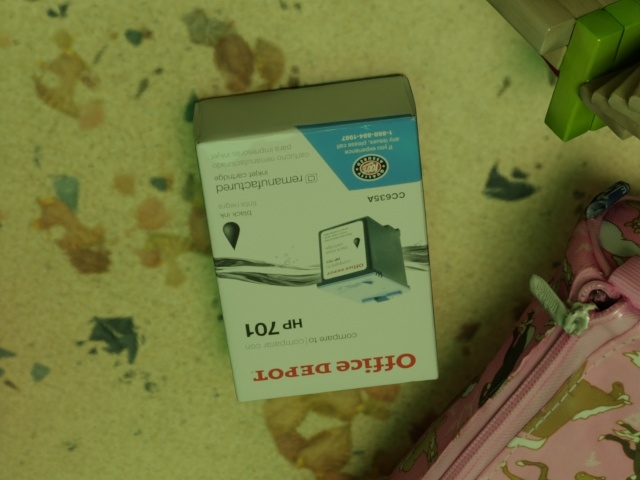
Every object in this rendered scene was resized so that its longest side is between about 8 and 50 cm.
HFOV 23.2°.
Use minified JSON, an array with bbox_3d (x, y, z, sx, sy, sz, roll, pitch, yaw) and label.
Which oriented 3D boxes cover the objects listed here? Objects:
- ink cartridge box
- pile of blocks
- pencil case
[{"bbox_3d":[0.000,0.000,1.017,0.140,0.082,0.190,-7,115,0],"label":"ink cartridge box"},{"bbox_3d":[0.239,-0.064,0.901,0.362,0.149,0.112,29,142,16],"label":"pile of blocks"},{"bbox_3d":[0.133,0.148,1.033,0.167,0.160,0.386,30,119,-10],"label":"pencil case"}]
